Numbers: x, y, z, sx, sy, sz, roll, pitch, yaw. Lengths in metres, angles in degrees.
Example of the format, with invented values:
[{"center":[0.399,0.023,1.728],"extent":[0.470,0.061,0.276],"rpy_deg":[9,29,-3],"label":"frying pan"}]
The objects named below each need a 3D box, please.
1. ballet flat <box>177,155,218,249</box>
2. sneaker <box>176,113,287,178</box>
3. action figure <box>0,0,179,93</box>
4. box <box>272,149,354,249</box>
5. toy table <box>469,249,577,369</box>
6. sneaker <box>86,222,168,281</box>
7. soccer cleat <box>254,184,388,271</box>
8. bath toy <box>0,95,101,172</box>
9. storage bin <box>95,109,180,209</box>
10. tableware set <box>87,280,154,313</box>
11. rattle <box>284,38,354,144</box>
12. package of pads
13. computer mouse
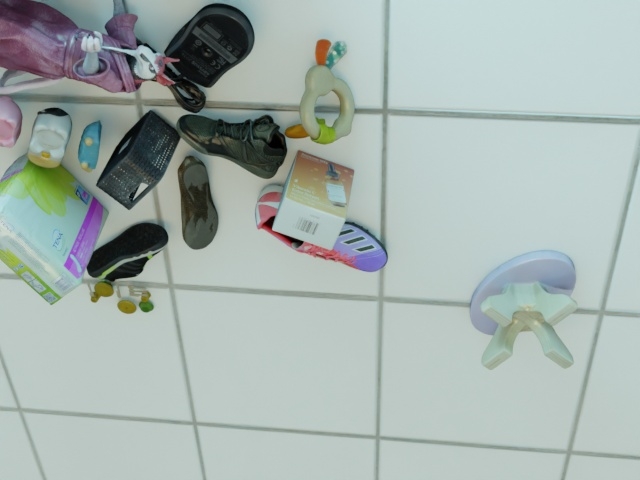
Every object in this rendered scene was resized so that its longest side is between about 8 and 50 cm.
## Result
[{"center":[-0.272,-0.082,1.931],"extent":[0.084,0.058,0.250],"rpy_deg":[-21,137,-20],"label":"ballet flat"},{"center":[-0.166,-0.214,1.773],"extent":[0.227,0.087,0.130],"rpy_deg":[24,140,-14],"label":"sneaker"},{"center":[-0.440,-0.326,1.621],"extent":[0.370,0.248,0.276],"rpy_deg":[18,130,2],"label":"action figure"},{"center":[-0.013,-0.083,1.810],"extent":[0.130,0.170,0.091],"rpy_deg":[18,130,-6],"label":"box"},{"center":[0.444,0.162,1.947],"extent":[0.252,0.161,0.274],"rpy_deg":[24,127,-11],"label":"toy table"},{"center":[-0.428,0.032,2.044],"extent":[0.234,0.084,0.097],"rpy_deg":[-21,147,24],"label":"sneaker"},{"center":[0.000,0.000,1.910],"extent":[0.318,0.116,0.109],"rpy_deg":[29,127,-14],"label":"soccer cleat"},{"center":[-0.609,-0.233,1.767],"extent":[0.348,0.129,0.151],"rpy_deg":[16,131,-21],"label":"bath toy"},{"center":[-0.363,-0.163,1.793],"extent":[0.084,0.180,0.122],"rpy_deg":[38,124,-22],"label":"storage bin"},{"center":[-0.481,0.135,2.156],"extent":[0.154,0.024,0.104],"rpy_deg":[3,132,5],"label":"tableware set"},{"center":[-0.012,-0.294,1.733],"extent":[0.130,0.143,0.200],"rpy_deg":[-20,112,-16],"label":"rattle"},{"center":[-0.571,-0.044,1.846],"extent":[0.101,0.296,0.229],"rpy_deg":[-31,118,19],"label":"package of pads"},{"center":[-0.224,-0.368,1.686],"extent":[0.188,0.072,0.272],"rpy_deg":[41,136,-25],"label":"computer mouse"}]
